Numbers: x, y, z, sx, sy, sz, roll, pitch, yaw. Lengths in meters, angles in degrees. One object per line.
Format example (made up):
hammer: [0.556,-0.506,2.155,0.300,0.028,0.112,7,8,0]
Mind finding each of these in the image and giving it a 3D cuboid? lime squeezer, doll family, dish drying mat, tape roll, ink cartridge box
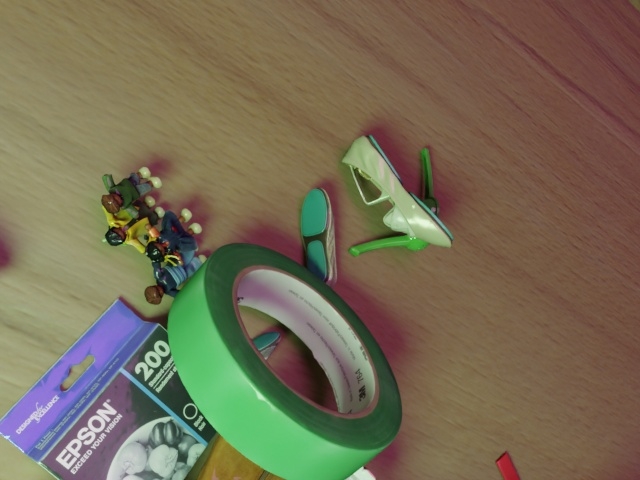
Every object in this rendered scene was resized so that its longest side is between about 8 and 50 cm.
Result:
lime squeezer: [0.169,-0.047,1.123,0.110,0.059,0.310,29,55,12]
doll family: [-0.222,-0.001,0.794,0.193,0.076,0.111,45,34,-8]
dish drying mat: [0.342,0.427,1.093,0.032,0.008,0.083,-26,90,-38]
tape roll: [-0.037,0.145,0.773,0.321,0.077,0.321,37,21,-17]
ink cartridge box: [-0.232,0.207,0.733,0.208,0.045,0.206,46,55,-13]

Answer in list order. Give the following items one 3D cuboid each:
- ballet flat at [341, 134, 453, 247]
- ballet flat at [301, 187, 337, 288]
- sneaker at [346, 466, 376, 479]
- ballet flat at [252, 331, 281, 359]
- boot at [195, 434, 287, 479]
ballet flat: [0.124,-0.070,1.047,0.086,0.086,0.248,-26,73,-39]
ballet flat: [0.000,0.000,0.982,0.052,0.057,0.168,27,59,-59]
sneaker: [-0.023,0.312,0.806,0.252,0.103,0.111,33,73,-1]
ballet flat: [-0.101,0.166,0.852,0.114,0.041,0.041,-23,88,-39]
boot: [-0.152,0.291,0.662,0.264,0.096,0.280,39,67,-6]
